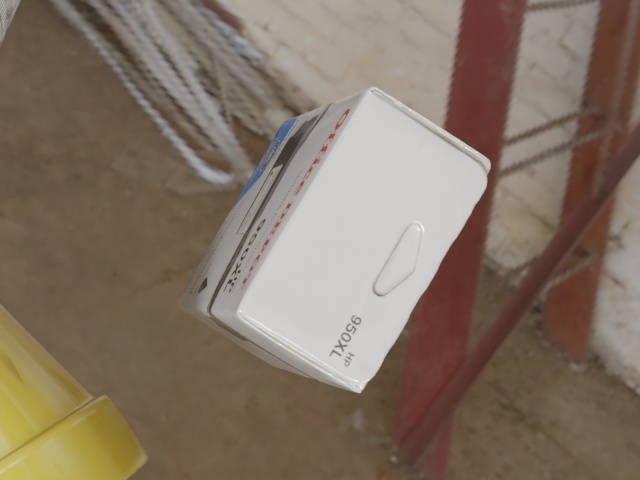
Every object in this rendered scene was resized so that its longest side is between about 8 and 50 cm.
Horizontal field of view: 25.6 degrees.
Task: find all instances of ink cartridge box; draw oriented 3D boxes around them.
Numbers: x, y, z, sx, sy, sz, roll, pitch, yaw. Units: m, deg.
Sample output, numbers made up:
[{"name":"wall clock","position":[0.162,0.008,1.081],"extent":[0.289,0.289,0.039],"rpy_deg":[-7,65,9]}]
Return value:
[{"name":"ink cartridge box","position":[0.000,0.000,1.616],"extent":[0.166,0.285,0.395],"rpy_deg":[32,-9,-12]}]

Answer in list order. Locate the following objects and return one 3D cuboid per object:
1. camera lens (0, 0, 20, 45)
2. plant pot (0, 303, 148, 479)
[{"name":"camera lens","position":[-0.440,-0.307,1.572],"extent":[0.219,0.219,0.274],"rpy_deg":[24,50,-14]},{"name":"plant pot","position":[-0.340,0.189,1.406],"extent":[0.239,0.254,0.254],"rpy_deg":[58,33,1]}]
